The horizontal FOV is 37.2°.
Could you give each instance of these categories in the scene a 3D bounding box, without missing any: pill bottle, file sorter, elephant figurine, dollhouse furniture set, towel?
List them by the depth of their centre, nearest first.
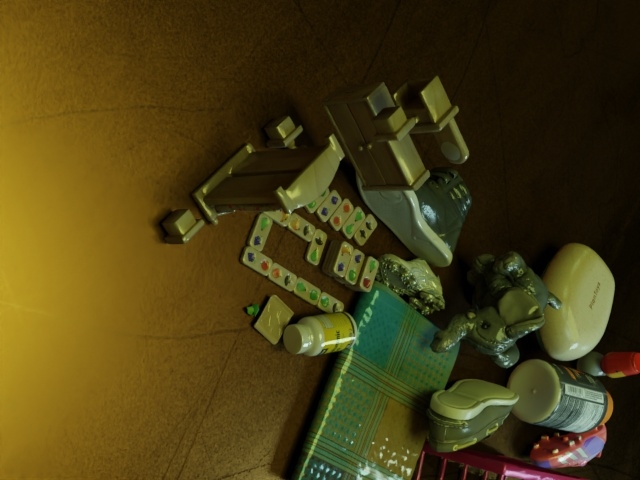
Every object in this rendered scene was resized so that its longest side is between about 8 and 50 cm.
[{"bbox_3d":[0.006,-0.062,1.385,0.355,0.303,0.174,-47,120,-32],"label":"dollhouse furniture set"},{"bbox_3d":[-0.002,0.152,1.537,0.116,0.065,0.065,-5,93,-42],"label":"pill bottle"},{"bbox_3d":[0.101,0.287,1.651,0.271,0.040,0.370,38,67,-36],"label":"towel"},{"bbox_3d":[0.324,0.493,1.747,0.290,0.202,0.182,21,79,-41],"label":"file sorter"},{"bbox_3d":[0.327,0.152,1.748,0.169,0.185,0.239,62,33,-36],"label":"elephant figurine"},{"bbox_3d":[0.502,0.325,1.955,0.245,0.130,0.131,19,77,-41],"label":"pill bottle"}]

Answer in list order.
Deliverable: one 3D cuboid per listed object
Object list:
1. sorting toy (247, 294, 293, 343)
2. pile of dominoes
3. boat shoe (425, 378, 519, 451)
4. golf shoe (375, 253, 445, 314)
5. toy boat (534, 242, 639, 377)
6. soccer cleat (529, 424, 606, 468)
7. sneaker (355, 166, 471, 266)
[{"bbox_3d":[-0.082,0.117,1.498,0.083,0.012,0.062,47,65,-36],"label":"sorting toy"},{"bbox_3d":[0.000,0.000,1.557,0.251,0.040,0.196,33,68,-38],"label":"pile of dominoes"},{"bbox_3d":[0.278,0.320,1.753,0.305,0.109,0.091,1,103,-59],"label":"boat shoe"},{"bbox_3d":[0.157,0.060,1.698,0.176,0.069,0.086,41,44,-38],"label":"golf shoe"},{"bbox_3d":[0.546,0.181,2.005,0.318,0.148,0.267,50,53,-21],"label":"toy boat"},{"bbox_3d":[0.531,0.449,2.018,0.248,0.083,0.095,-13,103,-44],"label":"soccer cleat"},{"bbox_3d":[0.168,-0.094,1.674,0.296,0.104,0.147,48,58,-38],"label":"sneaker"}]
